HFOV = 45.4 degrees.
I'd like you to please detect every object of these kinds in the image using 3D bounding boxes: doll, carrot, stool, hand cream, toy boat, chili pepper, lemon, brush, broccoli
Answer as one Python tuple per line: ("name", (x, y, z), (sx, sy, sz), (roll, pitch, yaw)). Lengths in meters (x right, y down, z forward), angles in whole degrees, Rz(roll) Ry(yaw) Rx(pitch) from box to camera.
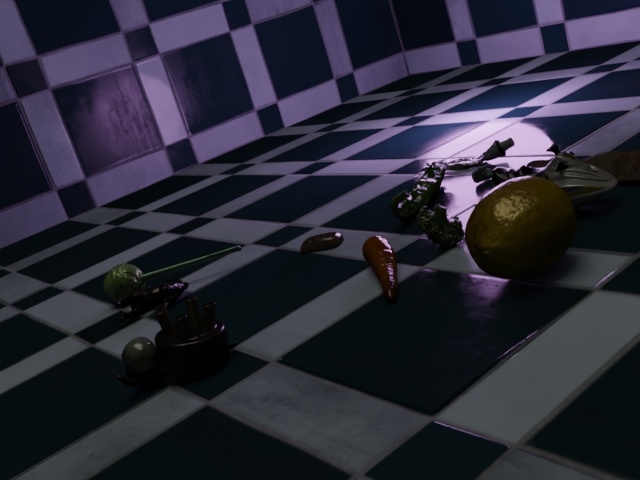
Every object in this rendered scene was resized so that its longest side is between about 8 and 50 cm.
("doll", (-0.364, 0.121, 1.707), (0.139, 0.057, 0.165), (-16, 8, 11))
("carrot", (0.123, 0.050, 1.455), (0.061, 0.061, 0.257), (-17, 20, 0))
("stool", (-0.252, 0.178, 1.318), (0.217, 0.121, 0.125), (-15, 18, -10))
("hand cream", (0.395, -0.222, 2.046), (0.256, 0.050, 0.084), (-16, 14, 26))
("toy boat", (0.444, -0.114, 1.530), (0.269, 0.141, 0.141), (-21, 11, 41))
("chili pepper", (0.237, -0.117, 1.825), (0.085, 0.076, 0.359), (-39, 2, 29))
("lemon", (0.333, -0.021, 1.281), (0.207, 0.170, 0.170), (-29, 20, -23))
("brush", (0.588, -0.154, 1.632), (0.065, 0.070, 0.327), (-7, 6, -39))
("broccoli", (0.242, -0.036, 1.537), (0.095, 0.092, 0.097), (3, 31, 5))
("toy boat", (0.407, -0.166, 1.873), (0.083, 0.038, 0.038), (-22, 18, -17))

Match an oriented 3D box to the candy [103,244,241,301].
("candy", (-0.346, 0.067, 1.793), (0.335, 0.093, 0.092), (-16, 7, 0))

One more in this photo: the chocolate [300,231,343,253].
("chocolate", (0.000, 0.000, 1.767), (0.100, 0.031, 0.064), (-12, 13, 22))
